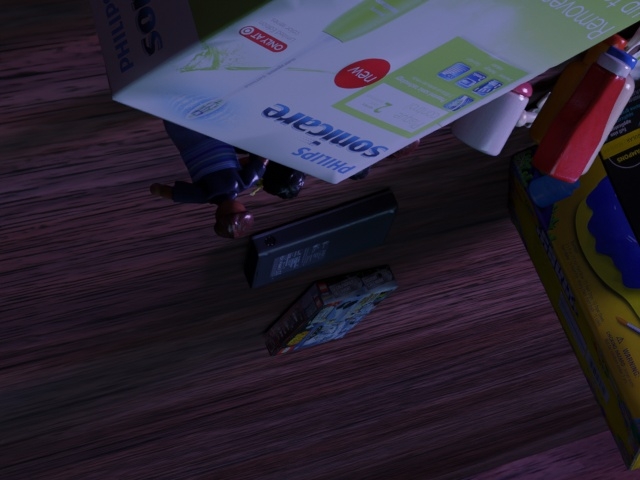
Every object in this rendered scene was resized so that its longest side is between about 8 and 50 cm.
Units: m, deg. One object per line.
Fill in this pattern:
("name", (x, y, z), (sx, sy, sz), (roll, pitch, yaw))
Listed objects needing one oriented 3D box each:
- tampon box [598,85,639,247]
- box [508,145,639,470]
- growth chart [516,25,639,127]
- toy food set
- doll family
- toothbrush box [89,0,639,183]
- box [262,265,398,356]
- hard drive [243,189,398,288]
("tampon box", (0.315, -0.053, 1.427), (0.120, 0.161, 0.101), (-24, 164, 9))
("box", (0.362, 0.020, 1.559), (0.279, 0.290, 0.177), (-23, 163, -2))
("growth chart", (0.283, -0.154, 1.386), (0.237, 0.021, 0.172), (-34, 160, 33))
("toy food set", (0.158, -0.117, 1.219), (0.232, 0.111, 0.104), (13, 111, -46))
("doll family", (-0.020, -0.069, 1.099), (0.193, 0.111, 0.076), (-24, 163, 6))
("toothbrush box", (0.049, -0.158, 0.843), (0.283, 0.122, 0.206), (-26, 157, 26))
("box", (0.009, 0.074, 1.720), (0.094, 0.027, 0.137), (-13, 161, -33))
("hard drive", (0.000, 0.000, 1.491), (0.135, 0.022, 0.094), (-18, 163, -13))
